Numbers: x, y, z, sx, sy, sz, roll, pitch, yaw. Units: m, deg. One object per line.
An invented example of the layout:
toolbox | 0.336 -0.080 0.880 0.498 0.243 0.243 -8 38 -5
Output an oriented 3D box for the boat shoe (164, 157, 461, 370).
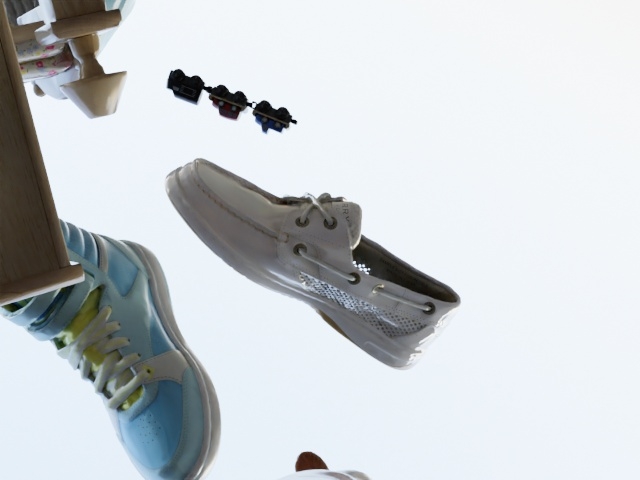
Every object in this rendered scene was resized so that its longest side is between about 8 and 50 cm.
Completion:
boat shoe | 0.000 0.000 1.097 0.277 0.096 0.098 33 -154 -20

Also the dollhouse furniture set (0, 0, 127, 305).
dollhouse furniture set | -0.288 -0.045 0.843 0.303 0.174 0.355 -16 -172 -24

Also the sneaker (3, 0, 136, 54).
sneaker | -0.251 -0.343 1.494 0.135 0.366 0.150 31 173 8

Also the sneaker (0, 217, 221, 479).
sneaker | -0.230 0.108 1.304 0.208 0.127 0.319 28 -155 -48

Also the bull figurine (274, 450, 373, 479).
bull figurine | -0.019 0.183 0.658 0.101 0.188 0.310 48 166 4

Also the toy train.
toy train | -0.102 -0.155 1.481 0.158 0.036 0.027 20 179 4
